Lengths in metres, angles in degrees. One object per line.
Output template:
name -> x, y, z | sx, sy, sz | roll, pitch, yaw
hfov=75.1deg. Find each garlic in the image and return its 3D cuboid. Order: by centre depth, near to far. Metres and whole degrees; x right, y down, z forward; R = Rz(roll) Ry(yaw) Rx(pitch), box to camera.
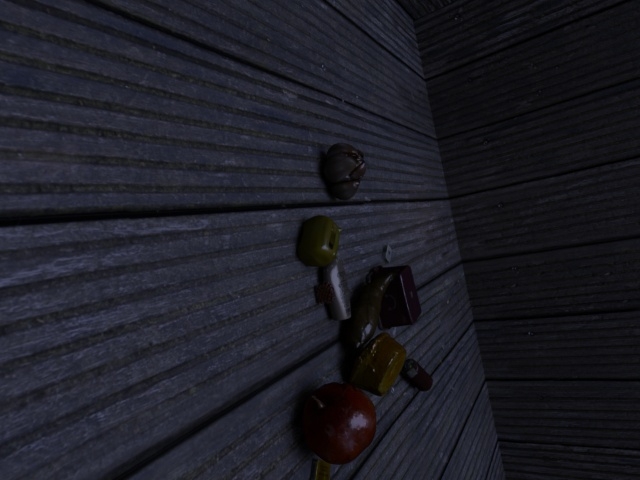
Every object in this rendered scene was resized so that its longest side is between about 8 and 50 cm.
garlic -> 0.088, -0.289, 1.713 | 0.160, 0.191, 0.214 | 25, 68, -24

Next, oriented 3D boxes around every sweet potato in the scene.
sweet potato -> 0.198, 0.273, 1.709 | 0.131, 0.130, 0.423 | 61, 42, -26

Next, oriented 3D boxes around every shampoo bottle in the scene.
shampoo bottle -> 0.059, 0.169, 1.579 | 0.127, 0.078, 0.257 | -8, 89, -53

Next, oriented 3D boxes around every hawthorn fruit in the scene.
hawthorn fruit -> 0.037, 0.547, 1.294 | 0.272, 0.241, 0.242 | 46, 44, -36

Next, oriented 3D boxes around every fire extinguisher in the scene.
fire extinguisher -> 0.462, 0.659, 2.055 | 0.269, 0.104, 0.105 | 48, 43, -40

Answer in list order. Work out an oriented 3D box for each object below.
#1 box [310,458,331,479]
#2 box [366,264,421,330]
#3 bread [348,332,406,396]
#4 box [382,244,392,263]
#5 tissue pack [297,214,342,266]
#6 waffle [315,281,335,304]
box -> -0.005, 0.790, 1.328 | 0.089, 0.022, 0.157 | 41, 48, -43
box -> 0.348, 0.257, 1.932 | 0.193, 0.167, 0.294 | -27, 103, -59
bread -> 0.228, 0.480, 1.618 | 0.268, 0.145, 0.269 | -39, 143, -37
box -> 0.337, 0.069, 2.110 | 0.054, 0.024, 0.083 | 50, 42, -35
tissue pack -> 0.000, 0.000, 1.497 | 0.123, 0.127, 0.178 | 43, 45, -40
waffle -> 0.017, 0.190, 1.508 | 0.029, 0.075, 0.083 | 0, 66, -63
